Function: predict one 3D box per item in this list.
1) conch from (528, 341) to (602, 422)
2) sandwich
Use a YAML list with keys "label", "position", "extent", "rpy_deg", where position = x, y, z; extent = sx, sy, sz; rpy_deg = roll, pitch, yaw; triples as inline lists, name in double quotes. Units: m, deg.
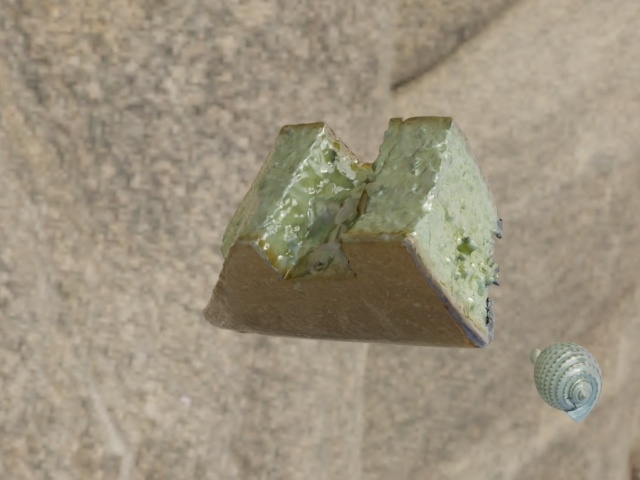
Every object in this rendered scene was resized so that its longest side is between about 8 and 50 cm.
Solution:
- label: "conch"
  position: [0.222, 0.121, 1.202]
  extent: [0.076, 0.057, 0.085]
  rpy_deg: [48, 20, -28]
- label: "sandwich"
  position: [0.000, 0.000, 0.912]
  extent: [0.128, 0.236, 0.122]
  rpy_deg: [55, 43, -40]
